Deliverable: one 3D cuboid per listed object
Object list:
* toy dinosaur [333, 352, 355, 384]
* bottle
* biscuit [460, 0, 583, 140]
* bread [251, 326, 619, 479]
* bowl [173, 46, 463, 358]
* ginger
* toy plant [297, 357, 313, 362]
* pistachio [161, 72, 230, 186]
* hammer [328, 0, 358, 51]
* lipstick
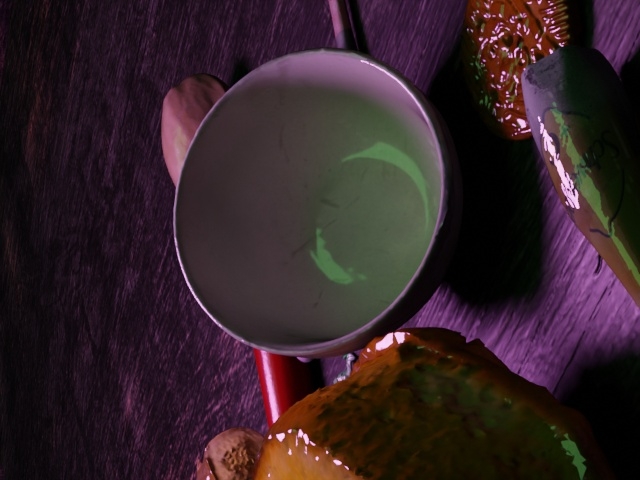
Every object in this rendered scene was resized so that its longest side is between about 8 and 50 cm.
[{"bbox_3d":[0.024,0.166,1.641,0.083,0.021,0.062,-20,66,61],"label":"toy dinosaur"},{"bbox_3d":[0.235,-0.028,1.077,0.083,0.083,0.269,-55,49,53],"label":"bottle"},{"bbox_3d":[0.178,-0.185,1.261,0.188,0.027,0.187,178,90,-67],"label":"biscuit"},{"bbox_3d":[0.102,0.274,1.177,0.398,0.215,0.398,33,133,44],"label":"bread"},{"bbox_3d":[0.014,-0.029,1.398,0.307,0.163,0.307,-5,78,24],"label":"bowl"},{"bbox_3d":[-0.124,0.388,1.876,0.270,0.123,0.218,107,155,-56],"label":"ginger"},{"bbox_3d":[-0.002,0.004,1.559,0.232,0.113,0.243,-28,70,48],"label":"toy plant"},{"bbox_3d":[-0.152,-0.128,1.906,0.136,0.136,0.226,-54,50,54],"label":"pistachio"},{"bbox_3d":[0.028,-0.233,1.591,0.111,0.033,0.287,133,131,-57],"label":"hammer"},{"bbox_3d":[-0.055,0.116,1.758,0.073,0.073,0.279,130,133,-57],"label":"lipstick"}]
